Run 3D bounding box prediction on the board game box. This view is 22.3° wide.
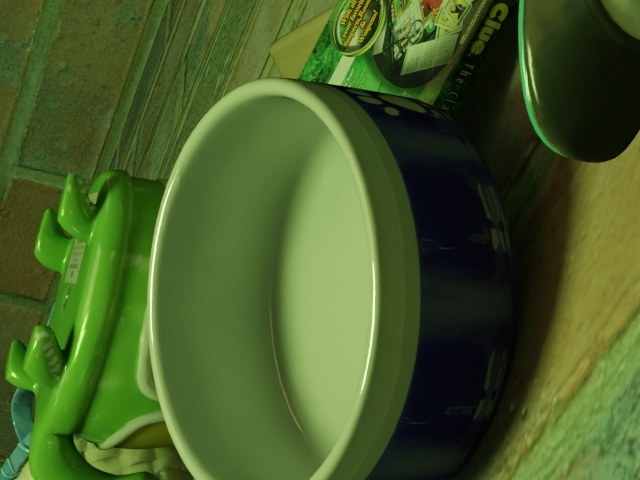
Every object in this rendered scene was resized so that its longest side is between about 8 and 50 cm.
[{"bbox_3d":[0.053,-0.130,1.095,0.136,0.030,0.260,43,111,41],"label":"board game box"}]

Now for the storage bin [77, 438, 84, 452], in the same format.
[{"bbox_3d":[-0.271,0.276,2.074,0.091,0.098,0.135,71,156,13],"label":"storage bin"}]

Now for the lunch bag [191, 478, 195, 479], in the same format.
[{"bbox_3d":[-0.063,0.241,1.199,0.151,0.096,0.129,-56,36,33],"label":"lunch bag"}]

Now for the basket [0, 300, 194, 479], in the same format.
[{"bbox_3d":[-0.246,0.236,1.692,0.289,0.201,0.255,62,146,23],"label":"basket"}]

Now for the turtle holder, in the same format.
[{"bbox_3d":[-0.162,0.099,1.504,0.243,0.227,0.320,125,155,-53],"label":"turtle holder"}]

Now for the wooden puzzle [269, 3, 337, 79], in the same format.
[{"bbox_3d":[0.000,0.000,1.295,0.322,0.080,0.348,177,102,-76],"label":"wooden puzzle"}]

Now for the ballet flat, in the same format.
[{"bbox_3d":[0.161,-0.178,0.796,0.096,0.095,0.280,-17,59,60],"label":"ballet flat"}]

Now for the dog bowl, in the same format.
[{"bbox_3d":[-0.001,0.036,1.002,0.265,0.104,0.265,-6,83,55],"label":"dog bowl"}]
